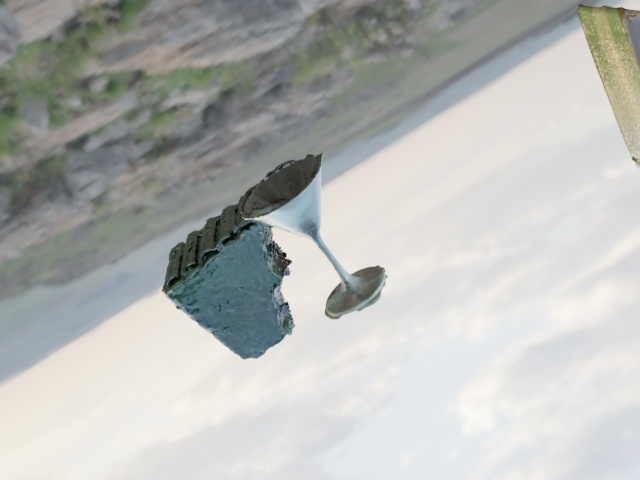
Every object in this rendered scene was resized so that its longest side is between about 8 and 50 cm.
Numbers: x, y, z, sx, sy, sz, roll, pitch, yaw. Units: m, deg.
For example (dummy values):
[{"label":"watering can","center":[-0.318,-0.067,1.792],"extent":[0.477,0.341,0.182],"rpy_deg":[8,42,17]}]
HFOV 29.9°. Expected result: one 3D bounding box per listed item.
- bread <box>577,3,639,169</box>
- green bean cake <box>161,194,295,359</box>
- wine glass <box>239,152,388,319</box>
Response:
[{"label":"bread","center":[0.259,-0.123,0.998],"extent":[0.084,0.139,0.074],"rpy_deg":[0,-166,-20]},{"label":"green bean cake","center":[-0.102,0.054,1.755],"extent":[0.193,0.208,0.107],"rpy_deg":[-36,-151,16]},{"label":"wine glass","center":[0.000,0.000,1.438],"extent":[0.122,0.183,0.122],"rpy_deg":[-31,-157,15]}]
